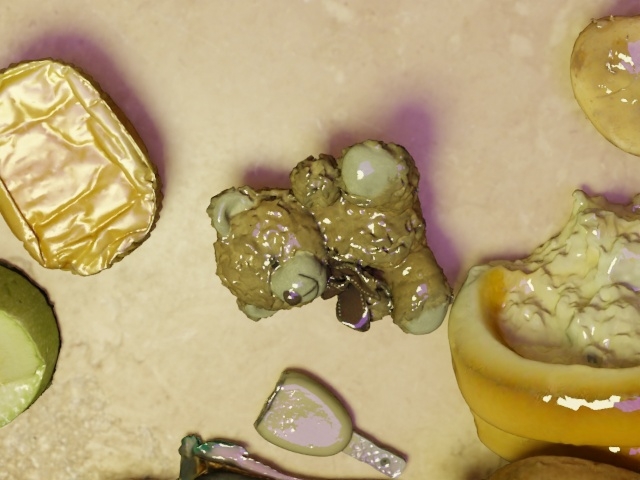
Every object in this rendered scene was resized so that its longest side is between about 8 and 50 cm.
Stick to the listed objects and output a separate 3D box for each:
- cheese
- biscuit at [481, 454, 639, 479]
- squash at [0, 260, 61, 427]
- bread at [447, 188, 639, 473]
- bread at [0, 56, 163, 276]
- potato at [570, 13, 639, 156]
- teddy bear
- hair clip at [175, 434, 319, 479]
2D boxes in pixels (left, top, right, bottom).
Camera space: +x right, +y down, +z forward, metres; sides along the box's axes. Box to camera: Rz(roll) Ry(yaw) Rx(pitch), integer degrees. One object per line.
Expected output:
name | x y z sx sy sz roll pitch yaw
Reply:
cheese | 0.017 0.237 1.447 0.192 0.037 0.097 30 101 -5
biscuit | 0.267 0.343 1.359 0.314 0.063 0.367 18 143 -1
squash | -0.417 0.137 1.387 0.220 0.133 0.220 -1 107 -3
bread | 0.360 0.112 1.351 0.424 0.329 0.245 -14 142 2
bread | -0.285 -0.084 1.332 0.179 0.133 0.250 -35 101 6
potato | 0.385 -0.172 1.328 0.235 0.128 0.161 19 117 -8
teddy bear | 0.000 0.000 1.341 0.256 0.156 0.267 -17 123 2
hair clip | -0.010 0.334 1.460 0.359 0.095 0.110 18 67 -12
